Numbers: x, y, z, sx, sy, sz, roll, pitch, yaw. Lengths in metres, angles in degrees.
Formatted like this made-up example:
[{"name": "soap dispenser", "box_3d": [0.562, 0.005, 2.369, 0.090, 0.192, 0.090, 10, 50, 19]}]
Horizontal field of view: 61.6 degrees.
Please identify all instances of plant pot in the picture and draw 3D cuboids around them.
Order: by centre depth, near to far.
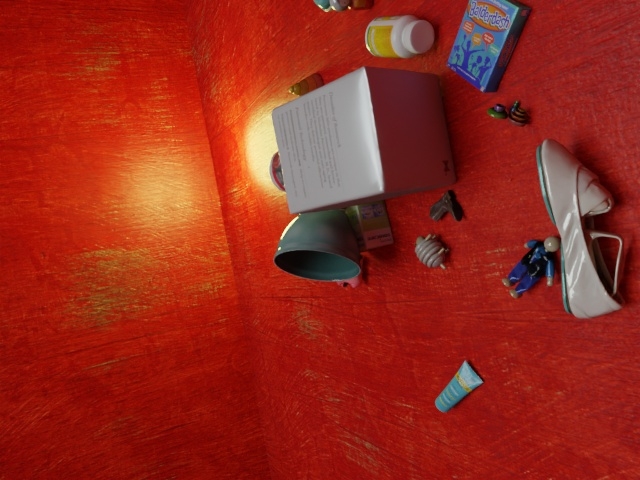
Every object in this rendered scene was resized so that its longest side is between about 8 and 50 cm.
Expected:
[{"name": "plant pot", "box_3d": [0.000, 0.000, 1.827, 0.293, 0.293, 0.196, 140, 142, -60]}]

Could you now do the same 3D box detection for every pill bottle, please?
[{"name": "pill bottle", "box_3d": [0.231, -0.592, 1.561, 0.208, 0.118, 0.117, 32, 127, 56]}, {"name": "pill bottle", "box_3d": [-0.035, -0.292, 2.067, 0.319, 0.176, 0.176, -7, 94, 44]}]

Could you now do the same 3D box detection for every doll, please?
[{"name": "doll", "box_3d": [0.524, 0.062, 1.309, 0.189, 0.046, 0.129, 115, 146, -40]}]

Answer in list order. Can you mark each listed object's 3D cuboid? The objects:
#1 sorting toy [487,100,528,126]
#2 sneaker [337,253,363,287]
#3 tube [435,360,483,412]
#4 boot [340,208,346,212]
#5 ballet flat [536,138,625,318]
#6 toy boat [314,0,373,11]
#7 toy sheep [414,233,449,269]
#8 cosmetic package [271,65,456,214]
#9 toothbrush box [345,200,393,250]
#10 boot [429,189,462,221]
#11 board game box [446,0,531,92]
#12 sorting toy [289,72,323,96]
[{"name": "sorting toy", "box_3d": [0.456, -0.312, 1.290, 0.102, 0.061, 0.042, 33, 131, 26]}, {"name": "sneaker", "box_3d": [0.065, 0.122, 2.147, 0.314, 0.116, 0.136, 7, 107, 62]}, {"name": "tube", "box_3d": [0.424, 0.457, 1.656, 0.080, 0.052, 0.207, 50, 136, 27]}, {"name": "boot", "box_3d": [0.038, -0.178, 1.886, 0.190, 0.069, 0.086, 43, 129, 37]}, {"name": "ballet flat", "box_3d": [0.565, -0.029, 1.138, 0.139, 0.139, 0.399, -3, 101, 63]}, {"name": "toy boat", "box_3d": [0.049, -0.866, 1.779, 0.318, 0.148, 0.267, 63, 149, 30]}, {"name": "toy sheep", "box_3d": [0.337, 0.037, 1.625, 0.132, 0.091, 0.091, 54, 144, 31]}, {"name": "cosmetic package", "box_3d": [0.122, -0.275, 1.569, 0.394, 0.330, 0.327, -9, 91, 48]}, {"name": "toothbrush box", "box_3d": [0.132, -0.100, 1.929, 0.206, 0.122, 0.283, -20, 83, 63]}, {"name": "boot", "box_3d": [0.365, -0.078, 1.577, 0.114, 0.037, 0.106, 129, 138, -53]}, {"name": "board game box", "box_3d": [0.409, -0.498, 1.327, 0.160, 0.047, 0.210, 55, 144, 39]}, {"name": "sorting toy", "box_3d": [-0.086, -0.503, 2.200, 0.127, 0.126, 0.365, 52, 142, 42]}]
